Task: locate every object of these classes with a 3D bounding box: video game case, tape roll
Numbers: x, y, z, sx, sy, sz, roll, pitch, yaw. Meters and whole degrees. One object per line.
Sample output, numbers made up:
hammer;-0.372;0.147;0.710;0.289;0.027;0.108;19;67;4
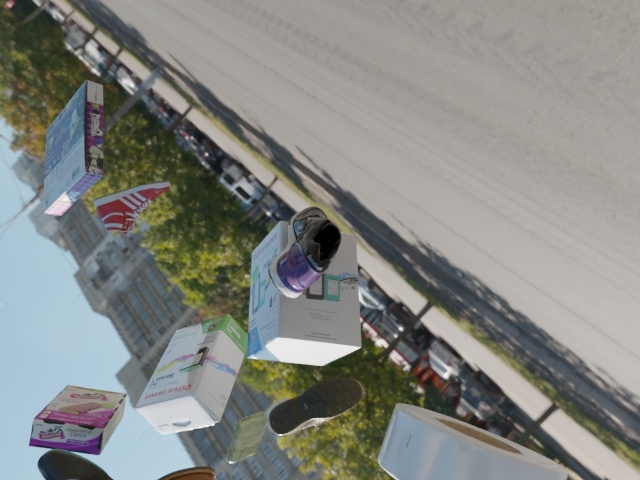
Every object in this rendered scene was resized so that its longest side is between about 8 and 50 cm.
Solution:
video game case;-0.522;-0.188;1.178;0.042;0.232;0.210;9;-115;-42
tape roll;0.240;0.361;0.906;0.286;0.100;0.286;20;173;2

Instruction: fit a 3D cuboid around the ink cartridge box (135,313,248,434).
ink cartridge box;-0.330;0.350;1.480;0.117;0.201;0.278;56;-151;-27

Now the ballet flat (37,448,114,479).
ballet flat;-0.435;0.513;1.100;0.280;0.095;0.096;41;-167;-21

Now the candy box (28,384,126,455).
candy box;-0.581;0.431;1.365;0.159;0.071;0.233;11;-178;-8

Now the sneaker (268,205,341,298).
sneaker;0.000;0.000;1.107;0.107;0.124;0.283;46;-153;-17

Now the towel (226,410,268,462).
towel;-0.175;0.477;1.360;0.027;0.110;0.148;13;175;22

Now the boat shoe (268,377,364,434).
boat shoe;-0.003;0.287;0.978;0.060;0.178;0.064;35;-149;-63

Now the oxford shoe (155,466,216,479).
oxford shoe;-0.230;0.383;0.782;0.212;0.076;0.076;-8;-140;-43

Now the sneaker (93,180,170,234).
sneaker;-0.286;-0.050;0.874;0.042;0.119;0.067;-165;57;-85

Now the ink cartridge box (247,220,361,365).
ink cartridge box;-0.041;0.127;1.284;0.197;0.270;0.198;11;152;-23
